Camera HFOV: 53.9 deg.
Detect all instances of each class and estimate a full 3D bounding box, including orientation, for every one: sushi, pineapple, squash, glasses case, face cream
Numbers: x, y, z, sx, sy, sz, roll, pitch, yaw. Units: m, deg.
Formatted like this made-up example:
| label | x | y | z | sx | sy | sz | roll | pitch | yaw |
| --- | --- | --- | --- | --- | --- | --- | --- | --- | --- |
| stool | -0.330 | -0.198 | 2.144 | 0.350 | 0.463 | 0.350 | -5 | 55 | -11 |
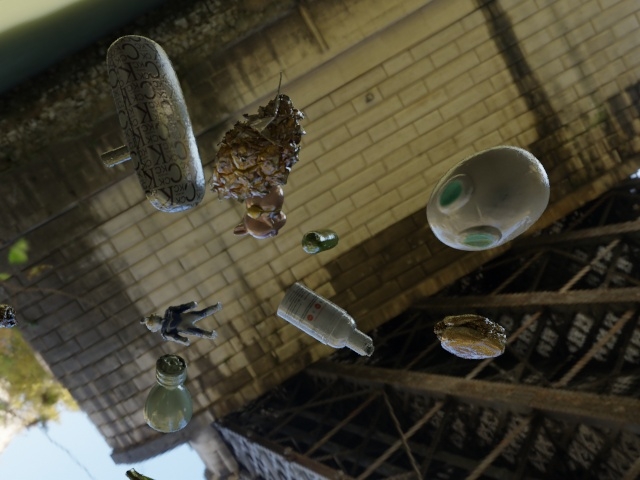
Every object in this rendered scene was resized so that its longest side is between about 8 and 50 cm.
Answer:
| label | x | y | z | sx | sy | sz | roll | pitch | yaw |
| --- | --- | --- | --- | --- | --- | --- | --- | --- | --- |
| sushi | -0.642 | 0.156 | 1.283 | 0.047 | 0.050 | 0.099 | 8 | 179 | -5 |
| pineapple | -0.140 | -0.210 | 1.500 | 0.334 | 0.161 | 0.158 | -46 | 162 | 4 |
| squash | 0.000 | 0.000 | 1.804 | 0.069 | 0.069 | 0.239 | -27 | 176 | 16 |
| glasses case | -0.319 | -0.227 | 1.231 | 0.085 | 0.354 | 0.137 | -19 | 176 | 36 |
| face cream | 0.033 | 0.304 | 2.275 | 0.145 | 0.370 | 0.145 | -54 | 168 | -18 |

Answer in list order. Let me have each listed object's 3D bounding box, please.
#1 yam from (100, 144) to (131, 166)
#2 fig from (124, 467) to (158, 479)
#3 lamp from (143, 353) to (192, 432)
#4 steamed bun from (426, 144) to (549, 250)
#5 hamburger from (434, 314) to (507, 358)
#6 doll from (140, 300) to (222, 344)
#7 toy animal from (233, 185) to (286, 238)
| label | x | y | z | sx | sy | sz | roll | pitch | yaw |
| --- | --- | --- | --- | --- | --- | --- | --- | --- | --- |
| yam | -0.665 | -0.285 | 2.097 | 0.133 | 0.054 | 0.054 | -18 | -167 | 20 |
| fig | -0.286 | 0.631 | 1.443 | 0.233 | 0.314 | 0.233 | -30 | 159 | -13 |
| lamp | -0.320 | 0.328 | 1.339 | 0.106 | 0.106 | 0.192 | -40 | 152 | -48 |
| steamed bun | 0.306 | -0.073 | 1.151 | 0.228 | 0.177 | 0.130 | -26 | -173 | 9 |
| hamburger | 0.348 | 0.224 | 1.461 | 0.147 | 0.138 | 0.083 | -17 | -133 | 50 |
| doll | -0.363 | 0.210 | 1.600 | 0.228 | 0.113 | 0.057 | -6 | 155 | 20 |
| toy animal | -0.192 | -0.106 | 2.095 | 0.165 | 0.149 | 0.248 | -19 | 147 | -30 |
